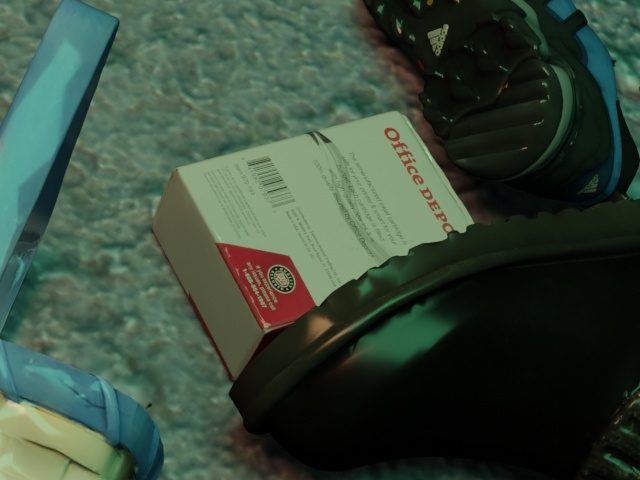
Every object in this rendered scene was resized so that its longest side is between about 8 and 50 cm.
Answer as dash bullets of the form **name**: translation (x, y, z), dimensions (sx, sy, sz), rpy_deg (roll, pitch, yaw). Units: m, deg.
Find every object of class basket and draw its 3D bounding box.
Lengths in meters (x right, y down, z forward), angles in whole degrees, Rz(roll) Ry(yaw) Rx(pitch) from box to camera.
- **basket**: translation (-0.163, 0.063, 0.714), dimensions (0.201, 0.255, 0.289), rpy_deg (26, 63, -4)

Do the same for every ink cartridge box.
- **ink cartridge box**: translation (0.000, 0.000, 0.939), dimensions (0.150, 0.063, 0.109), rpy_deg (-16, 64, -30)

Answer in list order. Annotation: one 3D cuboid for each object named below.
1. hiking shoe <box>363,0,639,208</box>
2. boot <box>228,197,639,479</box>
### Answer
- **hiking shoe**: translation (0.109, -0.136, 1.069), dimensions (0.132, 0.113, 0.304), rpy_deg (28, 37, -40)
- **boot**: translation (0.150, 0.118, 0.874), dimensions (0.348, 0.131, 0.260), rpy_deg (-14, 63, -29)
